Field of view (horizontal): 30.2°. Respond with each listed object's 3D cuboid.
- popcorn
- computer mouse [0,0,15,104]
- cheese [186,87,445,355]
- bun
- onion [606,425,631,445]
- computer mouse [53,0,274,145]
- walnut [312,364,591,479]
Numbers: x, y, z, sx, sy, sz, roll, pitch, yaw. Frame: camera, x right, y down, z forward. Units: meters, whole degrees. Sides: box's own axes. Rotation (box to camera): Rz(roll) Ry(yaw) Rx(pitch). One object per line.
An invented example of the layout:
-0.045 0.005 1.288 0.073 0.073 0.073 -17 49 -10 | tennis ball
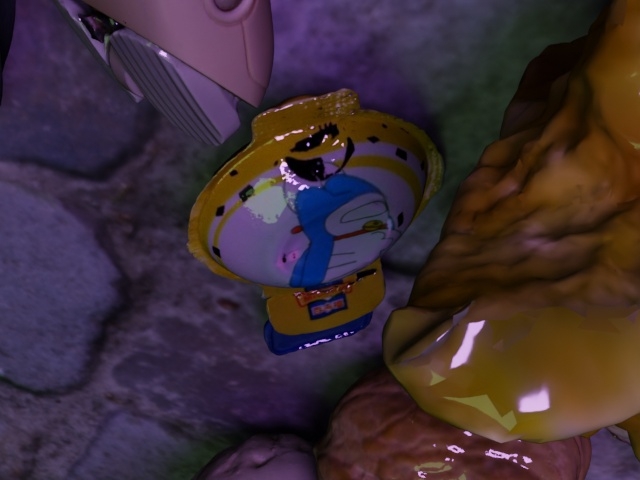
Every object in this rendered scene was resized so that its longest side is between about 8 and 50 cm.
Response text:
0.203 -0.015 0.421 0.290 0.321 0.325 36 156 -15 | popcorn
-0.263 -0.157 0.624 0.203 0.114 0.374 13 146 -3 | computer mouse
0.000 0.000 0.709 0.156 0.064 0.250 -16 148 -8 | cheese
-0.033 0.200 0.911 0.183 0.102 0.183 -17 153 -9 | bun
0.235 0.082 0.665 0.151 0.098 0.206 13 151 52 | onion
-0.093 -0.156 0.571 0.145 0.082 0.237 34 147 35 | computer mouse
0.081 0.153 0.781 0.184 0.155 0.155 7 135 24 | walnut
